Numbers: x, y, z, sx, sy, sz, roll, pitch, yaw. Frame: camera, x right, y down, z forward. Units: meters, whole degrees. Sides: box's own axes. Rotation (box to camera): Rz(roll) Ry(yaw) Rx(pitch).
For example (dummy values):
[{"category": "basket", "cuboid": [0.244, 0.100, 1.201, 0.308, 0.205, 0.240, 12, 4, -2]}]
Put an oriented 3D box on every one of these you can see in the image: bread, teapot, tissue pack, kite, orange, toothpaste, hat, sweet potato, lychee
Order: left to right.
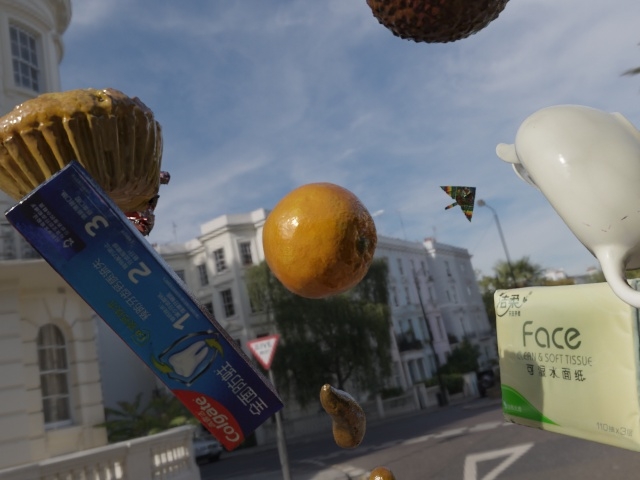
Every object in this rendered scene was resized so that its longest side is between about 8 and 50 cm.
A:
[{"category": "bread", "cuboid": [-0.358, -0.116, 0.885, 0.274, 0.149, 0.274, -19, -6, -2]}, {"category": "hat", "cuboid": [-0.438, -0.107, 1.493, 0.140, 0.227, 0.129, -12, -55, 36]}, {"category": "toothpaste", "cuboid": [-0.163, 0.070, 0.587, 0.076, 0.320, 0.066, -39, 20, -9]}, {"category": "orange", "cuboid": [0.000, 0.000, 1.574, 0.312, 0.312, 0.312, -12, -14, -3]}, {"category": "sweet potato", "cuboid": [0.064, 0.446, 1.522, 0.097, 0.097, 0.291, -13, -46, 2]}, {"category": "orange", "cuboid": [0.172, 0.668, 1.637, 0.085, 0.085, 0.085, -12, -14, -3]}, {"category": "lychee", "cuboid": [0.200, -0.463, 1.001, 0.261, 0.260, 0.260, -12, -14, -3]}, {"category": "kite", "cuboid": [0.338, -0.097, 1.420, 0.090, 0.122, 0.004, -35, 14, 11]}, {"category": "tissue pack", "cuboid": [0.576, 0.258, 1.277, 0.205, 0.331, 0.405, 3, -9, -22]}, {"category": "teapot", "cuboid": [0.216, -0.039, 0.456, 0.145, 0.226, 0.092, 35, -64, -27]}]
